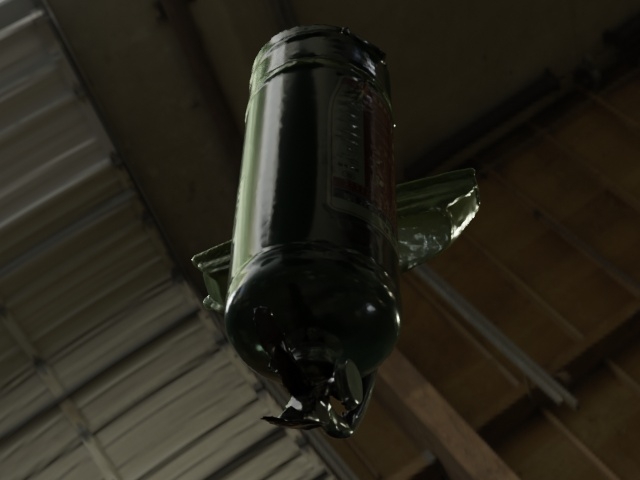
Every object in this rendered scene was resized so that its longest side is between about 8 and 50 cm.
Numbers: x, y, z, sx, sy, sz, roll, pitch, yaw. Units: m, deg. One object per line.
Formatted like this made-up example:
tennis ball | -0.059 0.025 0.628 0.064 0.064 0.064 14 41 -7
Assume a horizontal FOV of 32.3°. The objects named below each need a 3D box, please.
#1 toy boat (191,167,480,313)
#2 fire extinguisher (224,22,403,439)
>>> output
toy boat | 0.028 0.004 1.044 0.293 0.093 0.055 -19 -147 -11
fire extinguisher | 0.000 0.000 0.583 0.093 0.118 0.294 -19 -141 17
